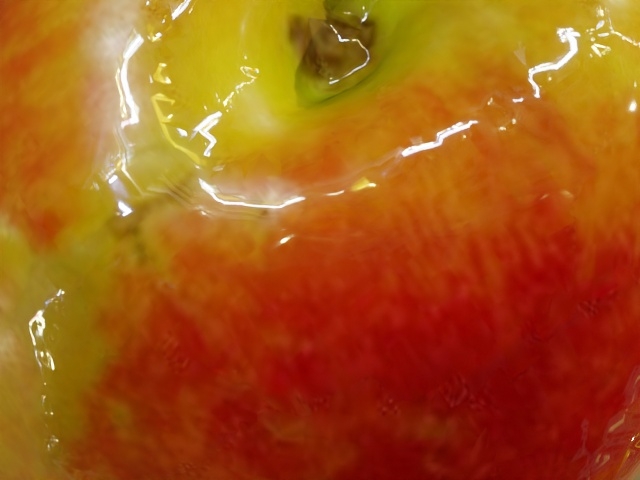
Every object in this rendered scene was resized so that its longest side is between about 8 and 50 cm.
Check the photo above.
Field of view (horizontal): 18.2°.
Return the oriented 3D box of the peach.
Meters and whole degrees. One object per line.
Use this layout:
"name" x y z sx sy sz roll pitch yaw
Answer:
"peach" 0.000 0.000 0.898 0.388 0.388 0.388 -19 138 -18
